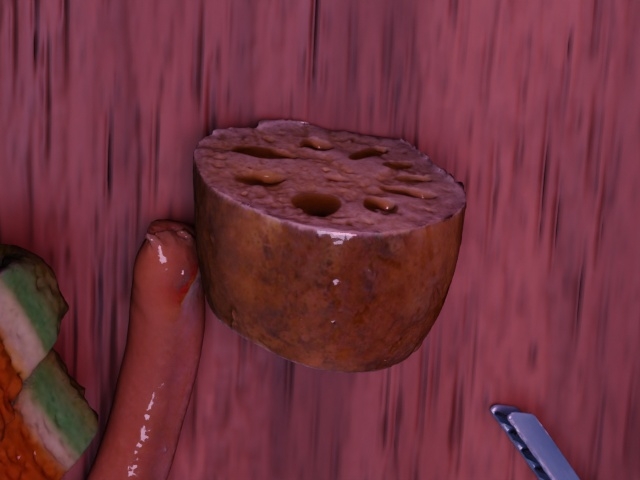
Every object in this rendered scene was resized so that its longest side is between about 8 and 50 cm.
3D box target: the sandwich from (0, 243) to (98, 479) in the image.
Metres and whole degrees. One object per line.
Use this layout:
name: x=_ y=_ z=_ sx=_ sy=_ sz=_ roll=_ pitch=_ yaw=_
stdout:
sandwich: x=-0.219 y=0.122 z=0.881 sx=0.292 sy=0.212 sz=0.109 roll=-38 pitch=118 yaw=-3

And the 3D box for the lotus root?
lotus root: x=-0.003 y=0.000 z=0.878 sx=0.112 sy=0.122 sz=0.081 roll=3 pitch=116 yaw=-26

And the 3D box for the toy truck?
toy truck: x=0.105 y=0.152 z=0.956 sx=0.074 sy=0.063 sz=0.136 roll=-38 pitch=102 yaw=-10

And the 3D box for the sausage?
sausage: x=-0.085 y=0.074 z=0.937 sx=0.047 sy=0.040 sz=0.176 roll=6 pitch=110 yaw=-30
